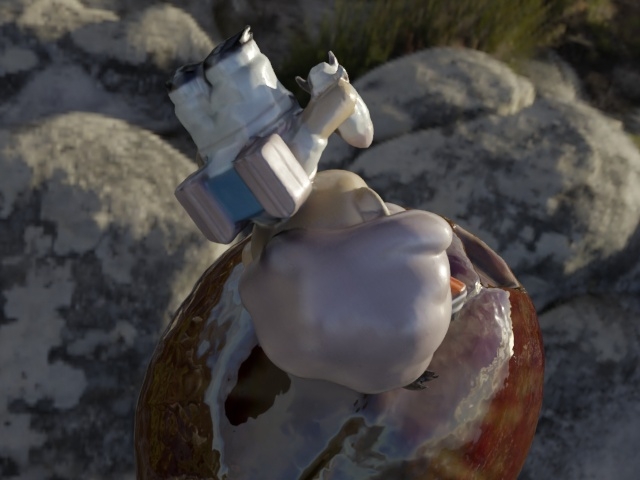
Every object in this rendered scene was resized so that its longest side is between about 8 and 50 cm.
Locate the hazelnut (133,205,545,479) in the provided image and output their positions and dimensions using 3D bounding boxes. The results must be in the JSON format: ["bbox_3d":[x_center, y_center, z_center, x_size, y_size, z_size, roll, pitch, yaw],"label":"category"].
[{"bbox_3d":[0.009,0.156,1.163,0.402,0.402,0.429,38,82,28],"label":"hazelnut"}]

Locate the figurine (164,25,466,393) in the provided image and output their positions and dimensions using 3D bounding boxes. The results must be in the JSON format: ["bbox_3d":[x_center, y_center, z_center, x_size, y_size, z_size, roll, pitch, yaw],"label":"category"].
[{"bbox_3d":[0.000,0.000,0.628,0.229,0.137,0.112,58,31,-15],"label":"figurine"}]
